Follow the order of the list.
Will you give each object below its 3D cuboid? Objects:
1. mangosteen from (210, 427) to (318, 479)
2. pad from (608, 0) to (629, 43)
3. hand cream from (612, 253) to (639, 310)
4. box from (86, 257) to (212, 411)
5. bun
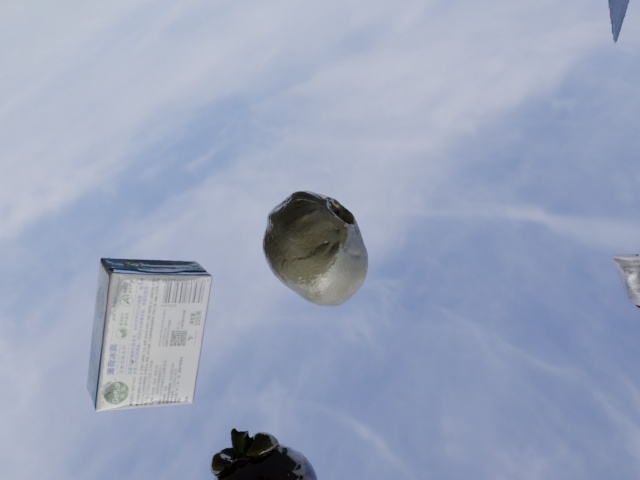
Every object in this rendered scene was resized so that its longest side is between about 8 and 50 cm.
[{"bbox_3d":[-0.107,0.470,1.353,0.216,0.216,0.216,-20,-146,14],"label":"mangosteen"},{"bbox_3d":[0.118,-0.177,0.233,0.004,0.116,0.193,14,-99,30],"label":"pad"},{"bbox_3d":[0.598,0.074,1.330,0.084,0.142,0.053,-6,-142,26],"label":"hand cream"},{"bbox_3d":[-0.235,0.127,0.972,0.139,0.194,0.073,3,-166,-30],"label":"box"},{"bbox_3d":[0.000,0.000,0.995,0.113,0.167,0.173,-46,-110,24],"label":"bun"}]
